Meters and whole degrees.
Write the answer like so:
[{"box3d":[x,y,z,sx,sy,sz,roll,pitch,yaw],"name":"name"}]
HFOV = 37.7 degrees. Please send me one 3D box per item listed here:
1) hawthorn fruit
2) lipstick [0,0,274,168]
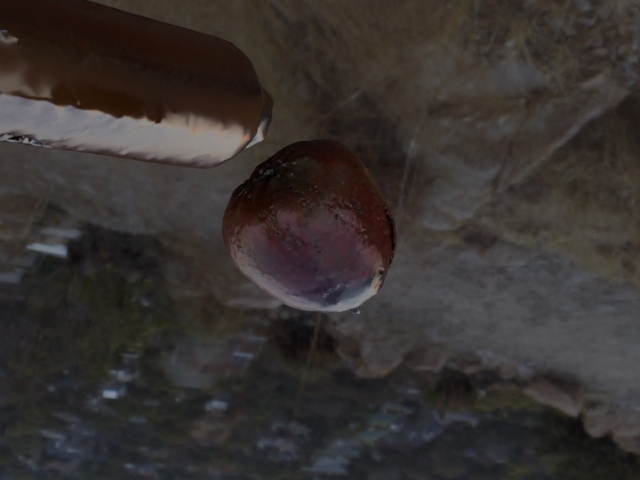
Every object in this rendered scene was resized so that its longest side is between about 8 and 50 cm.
[{"box3d":[-0.002,-0.004,0.402,0.077,0.077,0.077,2,153,1],"name":"hawthorn fruit"},{"box3d":[-0.140,-0.068,0.321,0.077,0.077,0.418,-12,174,27],"name":"lipstick"}]
